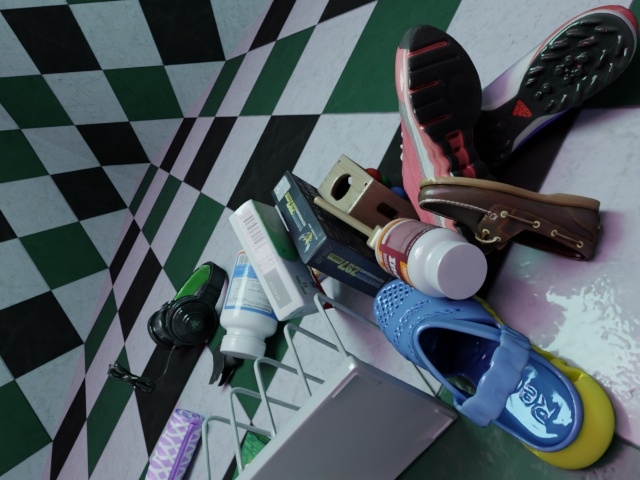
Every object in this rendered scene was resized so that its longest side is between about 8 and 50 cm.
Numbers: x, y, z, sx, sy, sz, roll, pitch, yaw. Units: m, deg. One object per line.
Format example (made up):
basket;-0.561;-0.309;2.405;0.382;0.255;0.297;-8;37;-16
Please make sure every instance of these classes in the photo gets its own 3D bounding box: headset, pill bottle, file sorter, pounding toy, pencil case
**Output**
headset;-0.408;0.218;1.153;0.243;0.185;0.394;-24;38;45
pill bottle;-0.146;0.138;0.904;0.124;0.124;0.222;-18;54;47
pill bottle;0.136;0.022;0.530;0.086;0.086;0.152;-62;18;1
file sorter;-0.007;0.238;0.566;0.278;0.192;0.173;-50;32;11
pounding toy;0.080;-0.064;0.679;0.094;0.181;0.206;-54;34;13
pencil case;-0.335;0.494;0.950;0.088;0.086;0.206;-11;59;65

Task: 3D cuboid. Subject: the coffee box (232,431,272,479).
coffee box;-0.117;0.447;0.726;0.113;0.040;0.184;-2;66;53

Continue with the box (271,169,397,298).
box;0.024;-0.011;0.718;0.059;0.183;0.233;-51;36;17

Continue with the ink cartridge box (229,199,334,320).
ink cartridge box;-0.040;0.035;0.701;0.056;0.224;0.181;-34;74;18

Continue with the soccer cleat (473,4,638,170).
soccer cleat;0.276;-0.192;0.593;0.116;0.109;0.318;-41;2;-38

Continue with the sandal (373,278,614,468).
sandal;0.158;0.119;0.491;0.317;0.138;0.126;28;93;59

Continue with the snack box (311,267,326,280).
snack box;0.000;0.000;0.890;0.064;0.022;0.178;-40;39;29

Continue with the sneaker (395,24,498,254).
sneaker;0.148;-0.127;0.584;0.136;0.115;0.314;1;109;66

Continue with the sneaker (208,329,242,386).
sneaker;-0.226;0.253;0.999;0.089;0.051;0.170;-34;46;30

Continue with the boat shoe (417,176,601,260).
boat shoe;0.212;-0.024;0.474;0.073;0.206;0.073;50;-130;-84
